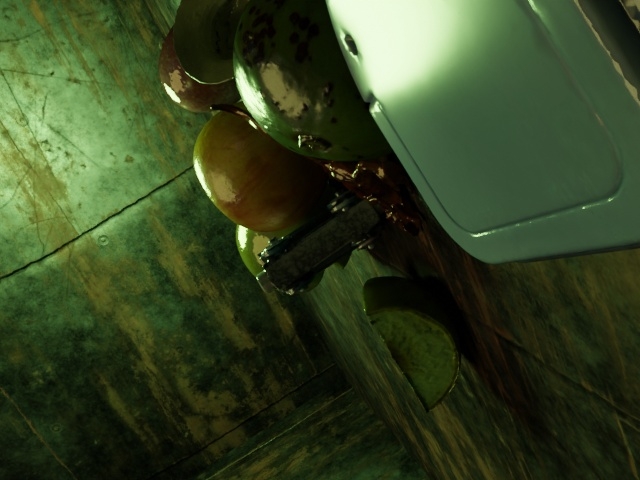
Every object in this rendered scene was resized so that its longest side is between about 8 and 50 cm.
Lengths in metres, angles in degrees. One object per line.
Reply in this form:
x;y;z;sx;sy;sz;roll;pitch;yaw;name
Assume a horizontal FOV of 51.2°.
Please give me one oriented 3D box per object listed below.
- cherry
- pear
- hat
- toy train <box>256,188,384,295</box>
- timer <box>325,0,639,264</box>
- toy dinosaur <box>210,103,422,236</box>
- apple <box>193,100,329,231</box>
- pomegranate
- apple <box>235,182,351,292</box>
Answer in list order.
-0.272;-0.422;1.616;0.213;0.236;0.285;22;127;5;cherry
0.197;0.171;1.389;0.288;0.139;0.239;58;-174;-21;pear
-0.146;-0.402;1.274;0.257;0.257;0.130;54;-159;26;hat
0.000;0.000;1.368;0.131;0.300;0.202;57;178;-2;toy train
0.145;-0.174;0.491;0.395;0.173;0.395;56;171;14;timer
0.045;-0.145;1.105;0.432;0.097;0.208;36;156;-19;toy dinosaur
-0.115;-0.158;1.375;0.286;0.233;0.286;43;-162;-18;apple
0.029;-0.219;0.788;0.254;0.270;0.254;16;152;9;pomegranate
-0.057;-0.016;1.621;0.254;0.292;0.292;34;155;41;apple
